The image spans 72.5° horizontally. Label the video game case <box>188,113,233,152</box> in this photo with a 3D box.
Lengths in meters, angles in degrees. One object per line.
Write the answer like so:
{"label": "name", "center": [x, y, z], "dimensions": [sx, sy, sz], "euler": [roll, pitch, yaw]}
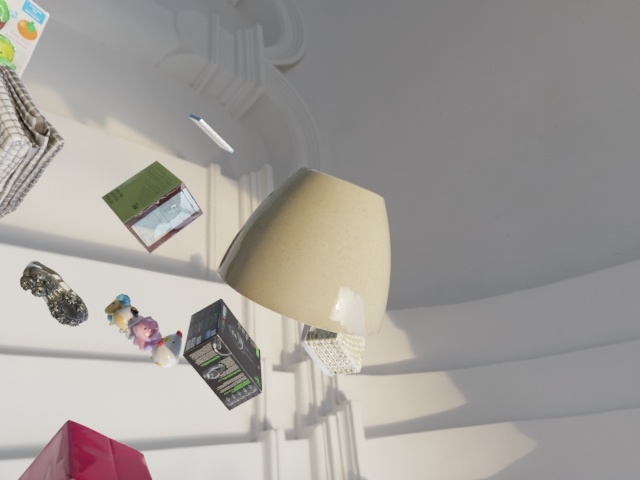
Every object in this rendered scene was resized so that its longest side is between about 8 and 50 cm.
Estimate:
{"label": "video game case", "center": [-0.399, -0.390, 1.595], "dimensions": [0.015, 0.166, 0.119], "euler": [-51, -140, -6]}

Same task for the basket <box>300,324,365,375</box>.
{"label": "basket", "center": [0.038, 0.255, 1.114], "dimensions": [0.103, 0.167, 0.113], "euler": [-10, -140, 26]}

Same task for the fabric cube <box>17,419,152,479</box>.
{"label": "fabric cube", "center": [-0.577, 0.649, 1.050], "dimensions": [0.254, 0.259, 0.258], "euler": [-54, -149, -14]}

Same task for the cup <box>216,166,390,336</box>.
{"label": "cup", "center": [0.000, 0.000, 0.832], "dimensions": [0.331, 0.331, 0.237], "euler": [26, -83, 52]}

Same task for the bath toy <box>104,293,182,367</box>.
{"label": "bath toy", "center": [-0.620, 0.317, 1.551], "dimensions": [0.348, 0.151, 0.129], "euler": [25, -99, 28]}

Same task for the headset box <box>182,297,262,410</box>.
{"label": "headset box", "center": [-0.314, 0.383, 1.464], "dimensions": [0.131, 0.283, 0.246], "euler": [-29, -159, 2]}

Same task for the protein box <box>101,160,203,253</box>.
{"label": "protein box", "center": [-0.509, -0.106, 1.328], "dimensions": [0.201, 0.136, 0.199], "euler": [-40, -132, -18]}

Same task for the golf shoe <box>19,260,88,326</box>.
{"label": "golf shoe", "center": [-0.632, 0.124, 1.054], "dimensions": [0.077, 0.198, 0.094], "euler": [-29, -140, -14]}

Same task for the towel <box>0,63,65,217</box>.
{"label": "towel", "center": [-0.708, -0.216, 0.948], "dimensions": [0.283, 0.121, 0.235], "euler": [-39, -103, 23]}

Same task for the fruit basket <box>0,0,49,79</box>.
{"label": "fruit basket", "center": [-0.922, -0.575, 1.146], "dimensions": [0.165, 0.327, 0.353], "euler": [9, -106, 31]}
